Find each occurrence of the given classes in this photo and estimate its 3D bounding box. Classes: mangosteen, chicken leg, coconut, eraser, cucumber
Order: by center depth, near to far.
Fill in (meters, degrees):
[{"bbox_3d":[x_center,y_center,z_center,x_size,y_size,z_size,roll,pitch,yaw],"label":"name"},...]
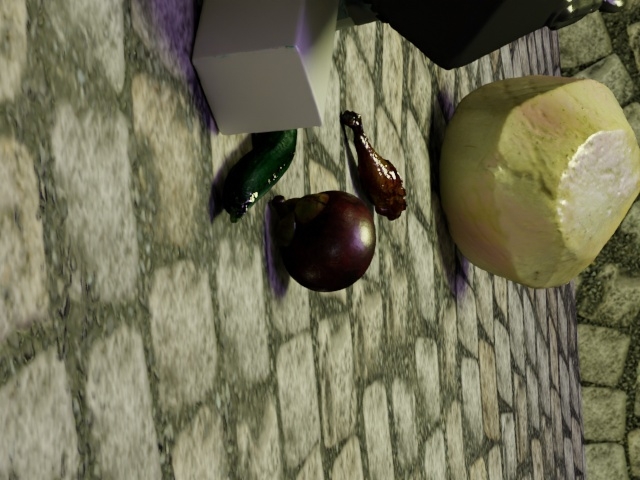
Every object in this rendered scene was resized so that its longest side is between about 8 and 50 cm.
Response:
[{"bbox_3d":[-0.039,-0.056,1.354,0.184,0.036,0.033,-61,134,-69],"label":"cucumber"},{"bbox_3d":[-0.028,-0.208,1.369,0.078,0.076,0.298,70,20,-45],"label":"eraser"},{"bbox_3d":[0.003,0.001,1.438,0.081,0.081,0.081,-5,90,-77],"label":"mangosteen"},{"bbox_3d":[0.051,-0.065,1.741,0.145,0.037,0.062,62,4,-60],"label":"chicken leg"},{"bbox_3d":[0.247,-0.074,2.199,0.259,0.259,0.259,-5,90,-77],"label":"coconut"}]

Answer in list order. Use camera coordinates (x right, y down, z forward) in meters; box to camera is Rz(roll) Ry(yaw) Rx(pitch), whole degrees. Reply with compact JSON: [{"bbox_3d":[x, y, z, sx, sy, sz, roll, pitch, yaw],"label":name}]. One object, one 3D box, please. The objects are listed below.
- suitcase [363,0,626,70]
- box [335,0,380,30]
[{"bbox_3d":[0.176,-0.293,1.293,0.188,0.345,0.339,44,32,8],"label":"suitcase"},{"bbox_3d":[0.053,-0.288,1.581,0.227,0.162,0.130,-82,151,-42],"label":"box"}]
